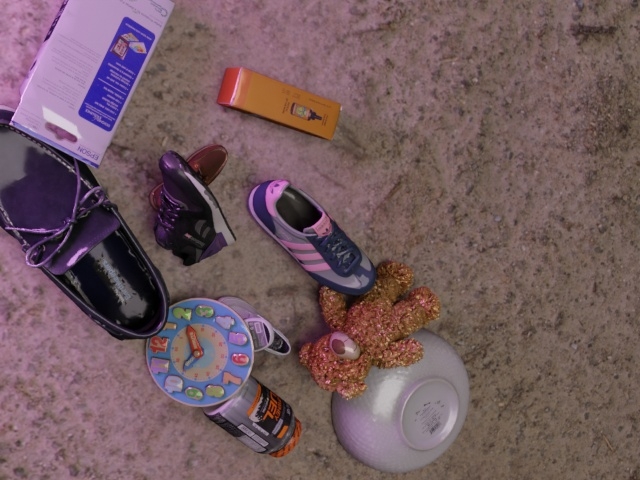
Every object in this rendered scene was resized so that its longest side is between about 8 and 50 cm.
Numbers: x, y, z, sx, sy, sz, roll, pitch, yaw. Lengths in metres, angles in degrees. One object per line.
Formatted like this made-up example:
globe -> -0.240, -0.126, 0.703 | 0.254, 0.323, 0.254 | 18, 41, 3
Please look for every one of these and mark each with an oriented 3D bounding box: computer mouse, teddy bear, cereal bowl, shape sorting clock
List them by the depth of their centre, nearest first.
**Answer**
shape sorting clock -> -0.227, 0.210, 1.543 | 0.206, 0.040, 0.206 | 0, 92, 7
computer mouse -> -0.181, 0.190, 1.585 | 0.193, 0.042, 0.106 | -10, 100, 7
teddy bear -> 0.111, 0.173, 1.705 | 0.338, 0.113, 0.245 | -21, 77, -26
cereal bowl -> 0.202, 0.361, 1.818 | 0.339, 0.141, 0.339 | -5, 100, -30

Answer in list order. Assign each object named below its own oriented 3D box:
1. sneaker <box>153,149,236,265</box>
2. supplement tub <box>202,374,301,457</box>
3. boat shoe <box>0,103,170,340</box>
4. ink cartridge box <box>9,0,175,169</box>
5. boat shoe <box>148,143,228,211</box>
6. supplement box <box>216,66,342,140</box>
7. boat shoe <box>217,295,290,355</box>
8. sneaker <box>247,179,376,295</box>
sneaker -> -0.242, -0.038, 1.454 | 0.124, 0.107, 0.283 | -37, 150, -10
supplement tub -> -0.132, 0.347, 1.636 | 0.190, 0.117, 0.117 | 43, 77, -29
boat shoe -> -0.420, -0.020, 1.389 | 0.187, 0.156, 0.500 | -41, 114, -16
ink cartridge box -> -0.388, -0.300, 1.390 | 0.165, 0.065, 0.333 | 30, 74, -31
boat shoe -> -0.237, -0.113, 1.531 | 0.178, 0.060, 0.064 | -42, 116, -18
supplement box -> -0.076, -0.263, 1.589 | 0.233, 0.080, 0.078 | 16, 91, -29
boat shoe -> -0.132, 0.175, 1.637 | 0.184, 0.063, 0.066 | 46, 75, -28
sneaker -> 0.000, 0.000, 1.611 | 0.319, 0.131, 0.112 | 38, 70, -16
